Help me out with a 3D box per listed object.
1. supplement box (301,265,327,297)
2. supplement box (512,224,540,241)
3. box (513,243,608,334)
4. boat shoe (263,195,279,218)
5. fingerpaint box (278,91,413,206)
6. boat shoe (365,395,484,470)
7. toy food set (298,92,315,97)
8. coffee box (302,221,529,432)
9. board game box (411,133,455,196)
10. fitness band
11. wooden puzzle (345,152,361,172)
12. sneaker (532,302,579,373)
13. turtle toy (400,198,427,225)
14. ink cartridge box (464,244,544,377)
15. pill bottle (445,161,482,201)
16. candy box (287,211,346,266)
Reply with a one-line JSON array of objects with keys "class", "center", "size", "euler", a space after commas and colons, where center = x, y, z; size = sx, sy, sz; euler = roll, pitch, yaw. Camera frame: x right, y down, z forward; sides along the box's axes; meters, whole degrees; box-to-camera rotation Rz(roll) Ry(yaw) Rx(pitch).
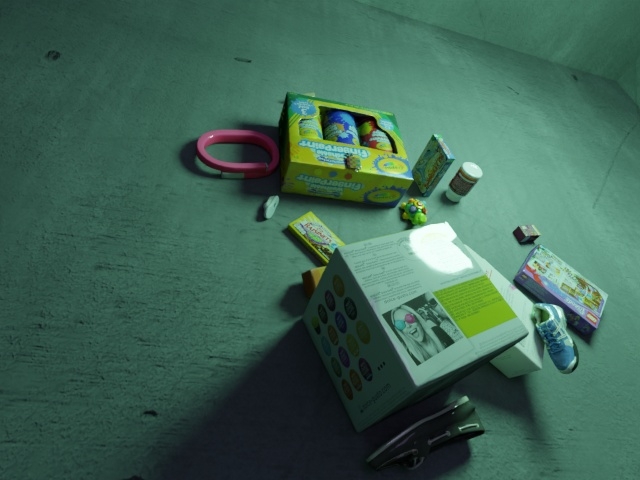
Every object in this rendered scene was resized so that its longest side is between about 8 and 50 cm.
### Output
[{"class": "supplement box", "center": [0.067, 0.105, 1.181], "size": [0.233, 0.080, 0.078], "euler": [-9, 81, -25]}, {"class": "supplement box", "center": [0.811, -0.027, 1.587], "size": [0.083, 0.043, 0.055], "euler": [-3, 54, -23]}, {"class": "box", "center": [0.860, 0.166, 1.442], "size": [0.293, 0.057, 0.200], "euler": [42, 51, 15]}, {"class": "boat shoe", "center": [-0.168, -0.110, 1.310], "size": [0.035, 0.035, 0.100], "euler": [5, 50, 19]}, {"class": "fingerpaint box", "center": [0.079, -0.336, 1.483], "size": [0.443, 0.163, 0.372], "euler": [6, 54, -15]}, {"class": "boat shoe", "center": [0.262, 0.472, 0.950], "size": [0.334, 0.112, 0.096], "euler": [-12, 53, -32]}, {"class": "toy food set", "center": [-0.048, -0.527, 1.684], "size": [0.132, 0.039, 0.192], "euler": [-14, 70, -23]}, {"class": "coffee box", "center": [0.199, 0.203, 0.989], "size": [0.337, 0.338, 0.335], "euler": [-13, 58, -28]}, {"class": "board game box", "center": [0.426, -0.285, 1.549], "size": [0.035, 0.201, 0.136], "euler": [-3, 53, -21]}, {"class": "fitness band", "center": [-0.284, -0.307, 1.408], "size": [0.290, 0.054, 0.209], "euler": [-5, 55, -24]}, {"class": "wooden puzzle", "center": [0.110, -0.257, 1.333], "size": [0.049, 0.006, 0.084], "euler": [6, 58, -16]}, {"class": "sneaker", "center": [0.648, 0.270, 1.129], "size": [0.081, 0.080, 0.211], "euler": [20, 45, -16]}, {"class": "turtle toy", "center": [0.350, -0.103, 1.465], "size": [0.095, 0.066, 0.130], "euler": [11, 50, -12]}, {"class": "ink cartridge box", "center": [0.488, 0.204, 1.186], "size": [0.353, 0.119, 0.207], "euler": [42, 49, -5]}, {"class": "pill bottle", "center": [0.556, -0.225, 1.580], "size": [0.085, 0.152, 0.086], "euler": [10, 50, -12]}, {"class": "candy box", "center": [0.000, 0.000, 1.284], "size": [0.206, 0.027, 0.105], "euler": [44, 49, 16]}]
